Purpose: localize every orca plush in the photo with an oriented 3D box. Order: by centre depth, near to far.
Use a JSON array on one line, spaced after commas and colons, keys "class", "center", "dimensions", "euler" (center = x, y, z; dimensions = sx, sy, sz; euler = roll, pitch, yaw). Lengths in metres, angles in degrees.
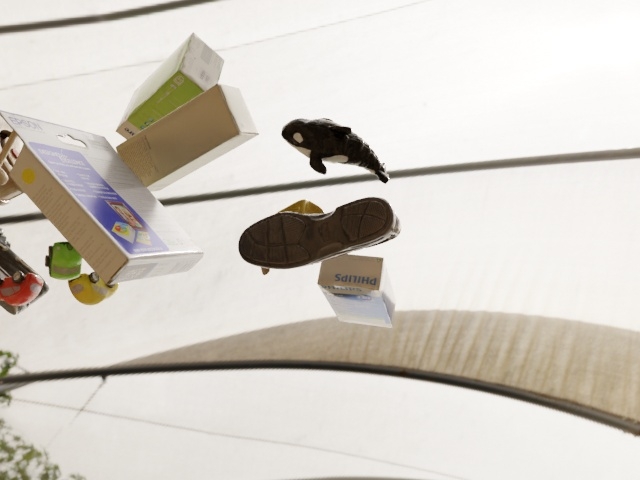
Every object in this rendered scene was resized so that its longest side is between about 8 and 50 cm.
[{"class": "orca plush", "center": [0.052, -0.228, 1.465], "dimensions": [0.287, 0.151, 0.102], "euler": [34, -26, -8]}]

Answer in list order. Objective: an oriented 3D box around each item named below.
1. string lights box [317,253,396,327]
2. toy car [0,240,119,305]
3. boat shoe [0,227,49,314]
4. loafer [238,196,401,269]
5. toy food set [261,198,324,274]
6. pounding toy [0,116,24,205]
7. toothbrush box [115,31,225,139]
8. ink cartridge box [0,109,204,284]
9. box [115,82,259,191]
[{"class": "string lights box", "center": [0.087, 0.115, 1.344], "dimensions": [0.133, 0.077, 0.260], "euler": [5, -24, 15]}, {"class": "toy car", "center": [-0.475, 0.069, 1.104], "dimensions": [0.225, 0.239, 0.053], "euler": [-43, -128, 51]}, {"class": "boat shoe", "center": [-0.714, 0.022, 1.301], "dimensions": [0.306, 0.105, 0.113], "euler": [39, -44, 9]}, {"class": "loafer", "center": [0.000, 0.000, 1.093], "dimensions": [0.302, 0.095, 0.109], "euler": [-12, -111, 22]}, {"class": "toy food set", "center": [-0.088, -0.019, 1.472], "dimensions": [0.071, 0.218, 0.128], "euler": [8, -58, 53]}, {"class": "pounding toy", "center": [-0.711, -0.189, 1.398], "dimensions": [0.269, 0.154, 0.154], "euler": [63, 0, 45]}, {"class": "toothbrush box", "center": [-0.409, -0.397, 1.657], "dimensions": [0.283, 0.122, 0.206], "euler": [-31, -144, 29]}, {"class": "ink cartridge box", "center": [-0.364, -0.066, 1.018], "dimensions": [0.307, 0.303, 0.072], "euler": [45, -81, 7]}, {"class": "box", "center": [-0.271, -0.202, 1.226], "dimensions": [0.275, 0.094, 0.113], "euler": [-23, -91, 21]}]
